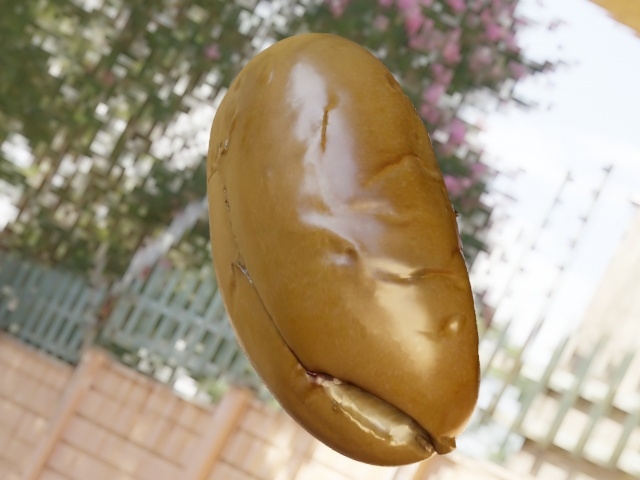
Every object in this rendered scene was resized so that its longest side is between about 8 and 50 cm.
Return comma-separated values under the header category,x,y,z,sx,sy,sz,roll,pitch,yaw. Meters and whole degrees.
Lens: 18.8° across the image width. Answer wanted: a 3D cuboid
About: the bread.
category,x,y,z,sx,sy,sz,roll,pitch,yaw
bread,0.000,0.000,0.734,0.077,0.114,0.189,10,46,-36
